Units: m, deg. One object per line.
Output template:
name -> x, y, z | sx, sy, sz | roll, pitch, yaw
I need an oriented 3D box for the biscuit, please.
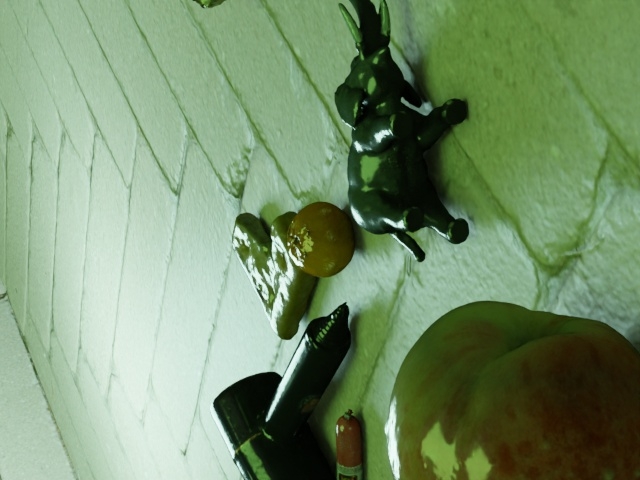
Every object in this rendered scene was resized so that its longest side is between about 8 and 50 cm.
biscuit -> -0.056, 0.013, 1.572 | 0.174, 0.039, 0.183 | 65, 154, 27

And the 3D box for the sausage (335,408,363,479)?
sausage -> 0.035, 0.307, 1.542 | 0.034, 0.034, 0.253 | 39, 137, 53

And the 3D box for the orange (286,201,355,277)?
orange -> 0.000, 0.000, 1.400 | 0.083, 0.070, 0.083 | 32, 127, 56

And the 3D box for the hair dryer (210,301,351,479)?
hair dryer -> -0.019, 0.195, 1.534 | 0.189, 0.107, 0.352 | 60, 146, 27

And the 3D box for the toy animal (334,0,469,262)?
toy animal -> 0.067, -0.110, 1.176 | 0.137, 0.082, 0.269 | 14, 116, 62

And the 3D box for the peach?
peach -> 0.155, 0.164, 0.986 | 0.232, 0.232, 0.232 | 43, 141, 51

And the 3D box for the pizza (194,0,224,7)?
pizza -> -0.192, -0.407, 1.485 | 0.229, 0.081, 0.289 | 32, -154, -55
